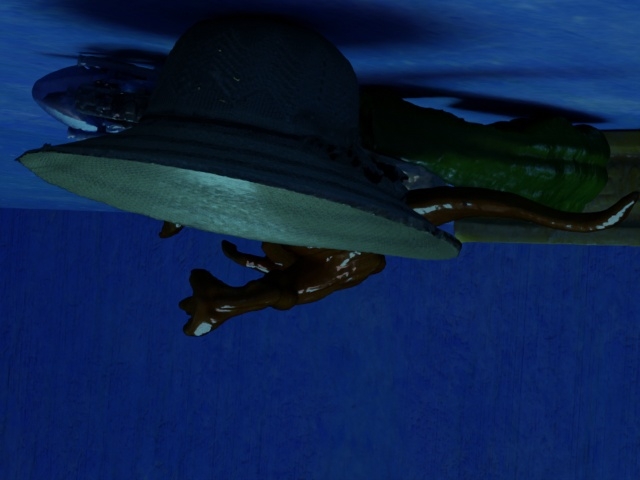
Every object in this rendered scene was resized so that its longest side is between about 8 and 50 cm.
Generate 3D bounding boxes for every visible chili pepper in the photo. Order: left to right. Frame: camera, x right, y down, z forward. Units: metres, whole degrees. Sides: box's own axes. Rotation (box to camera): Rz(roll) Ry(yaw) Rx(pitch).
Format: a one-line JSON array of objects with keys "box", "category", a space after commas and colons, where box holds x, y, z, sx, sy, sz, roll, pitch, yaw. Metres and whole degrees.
[{"box": [0.119, -0.062, 1.317, 0.253, 0.083, 0.099, 10, -176, -41], "category": "chili pepper"}]

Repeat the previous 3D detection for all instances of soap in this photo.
[{"box": [0.212, -0.042, 1.472, 0.252, 0.092, 0.037, 1, 179, 42], "category": "soap"}]

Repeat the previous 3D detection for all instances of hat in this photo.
[{"box": [-0.035, -0.066, 0.997, 0.252, 0.110, 0.252, 11, 174, 1], "category": "hat"}]

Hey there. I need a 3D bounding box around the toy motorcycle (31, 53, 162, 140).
[{"box": [-0.081, -0.084, 1.213, 0.205, 0.076, 0.114, 6, -176, -34], "category": "toy motorcycle"}]

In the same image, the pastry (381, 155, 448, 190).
[{"box": [-0.004, -0.051, 1.648, 0.258, 0.089, 0.121, 4, -179, 15], "category": "pastry"}]

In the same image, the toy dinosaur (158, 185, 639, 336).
[{"box": [0.000, 0.000, 1.218, 0.208, 0.097, 0.432, -10, -169, -29], "category": "toy dinosaur"}]
